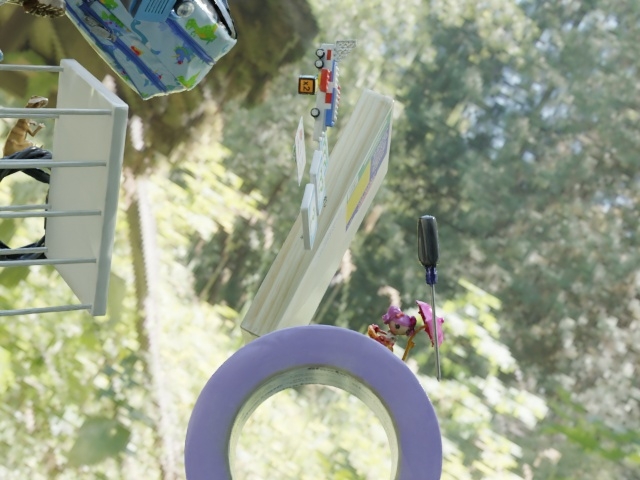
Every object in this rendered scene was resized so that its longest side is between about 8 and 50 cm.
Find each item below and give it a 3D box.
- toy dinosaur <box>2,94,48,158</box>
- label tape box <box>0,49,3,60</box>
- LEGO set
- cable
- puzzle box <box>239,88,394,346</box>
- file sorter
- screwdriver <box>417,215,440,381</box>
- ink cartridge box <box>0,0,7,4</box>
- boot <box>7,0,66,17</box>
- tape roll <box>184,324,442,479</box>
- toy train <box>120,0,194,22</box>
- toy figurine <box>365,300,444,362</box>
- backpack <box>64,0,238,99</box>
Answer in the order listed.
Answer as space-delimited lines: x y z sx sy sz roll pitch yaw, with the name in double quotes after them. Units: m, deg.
-0.536 -0.155 2.045 0.064 0.212 0.112 19 -9 14 "toy dinosaur"
-0.634 -0.308 1.740 0.348 0.249 0.115 50 -9 49 "label tape box"
0.007 -0.134 1.492 0.060 0.182 0.244 4 -46 9 "LEGO set"
-0.407 -0.045 1.607 0.047 0.150 0.185 35 -33 39 "cable"
0.000 0.000 1.776 0.052 0.409 0.272 25 -18 9 "puzzle box"
-0.365 -0.064 1.451 0.173 0.278 0.193 -4 26 -31 "file sorter"
0.114 0.059 1.202 0.024 0.170 0.025 -3 0 -13 "screwdriver"
-0.378 -0.419 1.317 0.270 0.198 0.197 60 7 -19 "ink cartridge box"
-0.414 -0.360 1.578 0.059 0.085 0.158 -7 -12 42 "boot"
-0.005 0.163 0.886 0.189 0.189 0.080 30 -14 8 "tape roll"
-0.238 -0.370 1.589 0.105 0.080 0.184 -1 49 -45 "toy train"
0.118 0.162 1.847 0.173 0.159 0.130 29 8 -21 "toy figurine"
-0.291 -0.394 1.824 0.355 0.273 0.290 31 8 -23 "backpack"
